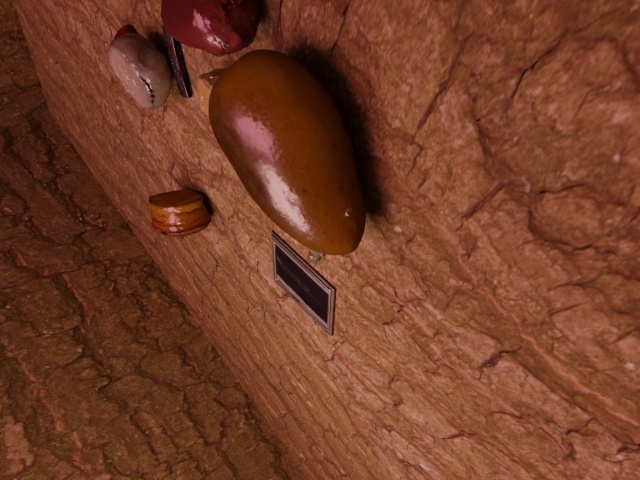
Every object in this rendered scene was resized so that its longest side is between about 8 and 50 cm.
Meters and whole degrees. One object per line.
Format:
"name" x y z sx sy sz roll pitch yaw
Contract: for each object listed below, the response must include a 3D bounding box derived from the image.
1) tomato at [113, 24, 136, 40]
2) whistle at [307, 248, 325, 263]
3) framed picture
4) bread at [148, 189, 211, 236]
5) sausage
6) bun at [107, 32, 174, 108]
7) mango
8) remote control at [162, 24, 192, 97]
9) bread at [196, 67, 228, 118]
"tomato" -0.636 -0.606 1.764 0.166 0.082 0.174 60 151 -4
"whistle" 0.000 0.000 1.341 0.104 0.057 0.198 60 162 23
"framed picture" -0.059 0.131 1.602 0.293 0.018 0.231 41 148 32
"bread" -0.515 -0.099 1.953 0.269 0.195 0.143 18 122 49
"sausage" -0.241 -0.483 1.149 0.279 0.152 0.152 32 142 41
"bun" -0.533 -0.517 1.617 0.239 0.141 0.239 40 153 26
"mango" -0.048 -0.165 1.086 0.445 0.220 0.301 54 148 -11
"remote control" -0.411 -0.512 1.538 0.059 0.028 0.212 32 143 36
"bread" -0.201 -0.325 1.285 0.236 0.106 0.140 43 150 30
